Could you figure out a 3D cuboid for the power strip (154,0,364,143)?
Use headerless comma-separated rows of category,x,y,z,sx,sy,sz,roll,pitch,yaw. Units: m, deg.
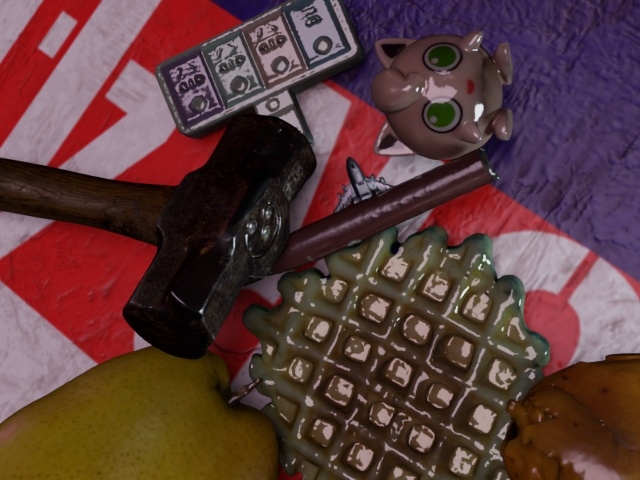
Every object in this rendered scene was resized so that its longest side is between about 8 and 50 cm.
power strip,-0.054,-0.162,0.956,0.216,0.061,0.145,-23,84,12

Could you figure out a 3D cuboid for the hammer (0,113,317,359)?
hammer,-0.221,-0.037,0.919,0.409,0.095,0.242,12,57,30

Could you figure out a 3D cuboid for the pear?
pear,-0.191,0.254,0.815,0.285,0.285,0.336,19,90,17

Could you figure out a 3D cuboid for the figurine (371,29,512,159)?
figurine,0.117,-0.140,0.867,0.138,0.125,0.125,3,83,14

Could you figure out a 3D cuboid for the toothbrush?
toothbrush,0.000,-0.001,0.876,0.364,0.041,0.041,-24,77,14

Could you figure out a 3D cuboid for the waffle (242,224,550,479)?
waffle,0.078,0.139,0.871,0.292,0.056,0.309,-24,74,11

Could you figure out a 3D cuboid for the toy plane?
toy plane,0.044,-0.050,0.922,0.079,0.031,0.083,-20,79,-4

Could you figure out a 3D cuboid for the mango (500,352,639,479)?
mango,0.284,0.196,0.732,0.287,0.201,0.152,21,120,-5
